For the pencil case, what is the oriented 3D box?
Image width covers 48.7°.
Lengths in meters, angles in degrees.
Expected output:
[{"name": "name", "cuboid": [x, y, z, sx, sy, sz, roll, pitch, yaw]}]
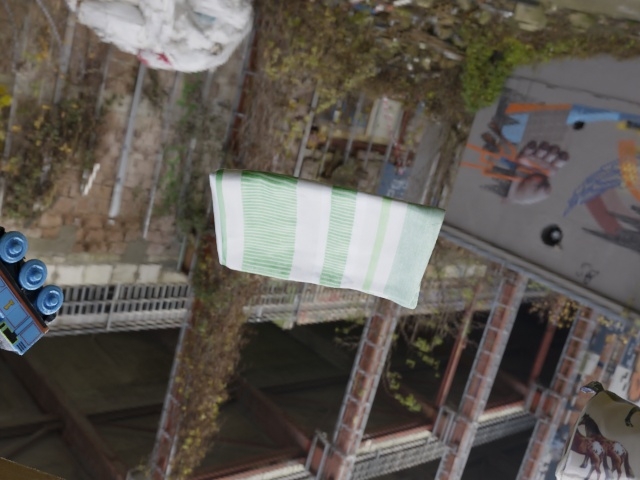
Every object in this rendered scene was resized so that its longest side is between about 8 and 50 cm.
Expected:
[{"name": "pencil case", "cuboid": [0.537, 0.317, 0.927, 0.410, 0.159, 0.183, 12, -142, 37]}]

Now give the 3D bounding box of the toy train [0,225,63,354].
[{"name": "toy train", "cuboid": [-0.421, 0.061, 0.938, 0.080, 0.184, 0.105, 11, -133, 33]}]

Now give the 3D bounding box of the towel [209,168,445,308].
[{"name": "towel", "cuboid": [0.000, 0.000, 1.043, 0.325, 0.247, 0.038, 13, -125, 6]}]

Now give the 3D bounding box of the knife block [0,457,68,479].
[{"name": "knife block", "cuboid": [-0.135, 0.285, 0.595, 0.275, 0.088, 0.242, 49, -156, 17]}]
